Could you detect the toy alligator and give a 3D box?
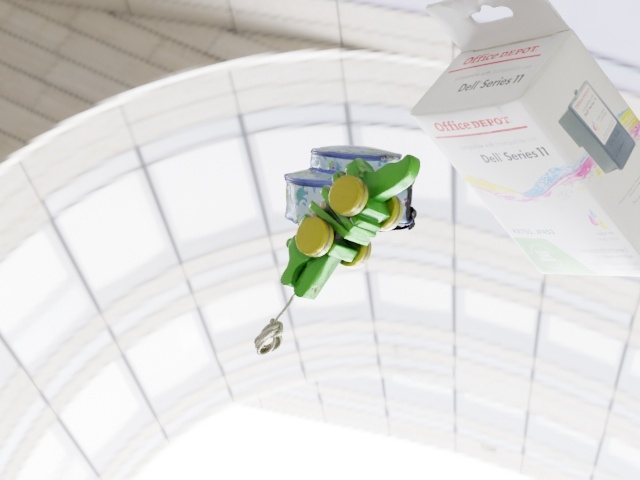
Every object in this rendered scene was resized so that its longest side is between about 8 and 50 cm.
[{"bbox_3d":[0.000,0.000,0.945,0.189,0.056,0.051,-50,-128,17],"label":"toy alligator"}]

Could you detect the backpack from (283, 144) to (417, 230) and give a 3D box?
[{"bbox_3d":[0.023,-0.051,1.256,0.114,0.105,0.084,-6,-80,-26],"label":"backpack"}]

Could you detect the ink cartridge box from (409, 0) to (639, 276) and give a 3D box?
[{"bbox_3d":[0.249,-0.118,1.483,0.119,0.353,0.207,-51,-157,-21],"label":"ink cartridge box"}]
